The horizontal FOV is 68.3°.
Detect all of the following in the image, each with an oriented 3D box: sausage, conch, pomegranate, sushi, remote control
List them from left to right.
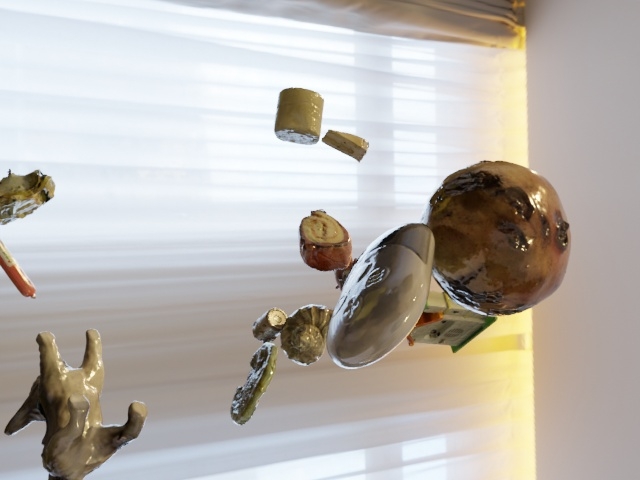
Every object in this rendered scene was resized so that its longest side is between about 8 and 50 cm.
[{"bbox_3d":[-0.817,-0.102,1.172,0.131,0.290,0.139,66,-23,7],"label":"sushi"},{"bbox_3d":[-0.697,0.023,1.024,0.253,0.034,0.034,63,-13,-16],"label":"sausage"},{"bbox_3d":[-0.040,0.291,1.561,0.210,0.159,0.291,-51,-179,3],"label":"conch"},{"bbox_3d":[0.107,0.085,0.826,0.221,0.103,0.332,-41,-169,33],"label":"remote control"},{"bbox_3d":[0.356,-0.007,0.965,0.322,0.322,0.322,179,-90,-71],"label":"pomegranate"}]

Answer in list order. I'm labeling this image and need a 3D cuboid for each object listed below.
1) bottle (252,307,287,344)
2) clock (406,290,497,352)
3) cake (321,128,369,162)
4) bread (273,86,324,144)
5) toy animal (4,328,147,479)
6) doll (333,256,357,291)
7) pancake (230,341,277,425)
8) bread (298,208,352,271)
[{"bbox_3d":[-0.185,0.308,1.661,0.152,0.098,0.099,-42,-131,40],"label":"bottle"},{"bbox_3d":[0.338,0.225,1.380,0.220,0.255,0.106,121,-29,-45],"label":"clock"},{"bbox_3d":[0.064,-0.252,1.231,0.065,0.121,0.052,-95,-154,-44],"label":"cake"},{"bbox_3d":[-0.067,-0.382,1.460,0.134,0.148,0.141,44,52,-82],"label":"bread"},{"bbox_3d":[-0.615,0.423,1.136,0.344,0.194,0.303,40,-75,37],"label":"toy animal"},{"bbox_3d":[0.131,0.163,2.043,0.262,0.093,0.211,40,-49,46],"label":"doll"},{"bbox_3d":[-0.191,0.402,1.341,0.254,0.037,0.254,-56,-166,22],"label":"pancake"},{"bbox_3d":[0.012,0.000,1.605,0.244,0.190,0.123,-101,-162,-54],"label":"bread"}]
